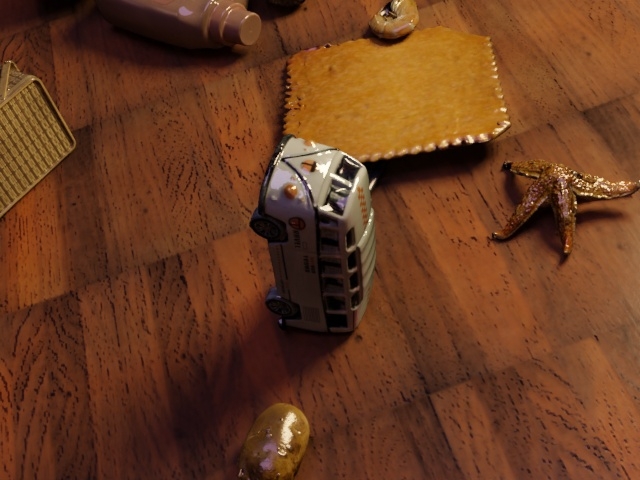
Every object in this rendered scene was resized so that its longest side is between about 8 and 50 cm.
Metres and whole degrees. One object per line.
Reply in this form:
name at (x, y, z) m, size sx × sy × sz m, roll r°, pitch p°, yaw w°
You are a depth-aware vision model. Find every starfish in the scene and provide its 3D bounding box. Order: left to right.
starfish at (0.208, -0.050, 0.850) m, size 0.133 × 0.041 × 0.130 m, roll -33°, pitch 48°, yaw -13°

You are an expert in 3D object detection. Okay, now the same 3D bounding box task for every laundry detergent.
laundry detergent at (-0.153, -0.316, 1.160) m, size 0.237 × 0.076 × 0.171 m, roll 22°, pitch 59°, yaw 30°

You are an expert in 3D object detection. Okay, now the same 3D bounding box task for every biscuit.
biscuit at (0.074, -0.159, 0.988) m, size 0.237 × 0.013 × 0.232 m, roll -8°, pitch 42°, yaw 9°

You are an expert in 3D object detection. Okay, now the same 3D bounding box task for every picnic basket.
picnic basket at (-0.363, -0.107, 1.015) m, size 0.080 × 0.115 × 0.164 m, roll 23°, pitch 59°, yaw 34°

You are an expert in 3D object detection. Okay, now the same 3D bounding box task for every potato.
potato at (-0.038, 0.167, 0.734) m, size 0.051 × 0.040 × 0.083 m, roll 9°, pitch 55°, yaw 17°

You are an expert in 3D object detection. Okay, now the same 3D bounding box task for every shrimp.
shrimp at (0.084, -0.267, 1.078) m, size 0.059 × 0.023 × 0.108 m, roll -16°, pitch 39°, yaw 11°

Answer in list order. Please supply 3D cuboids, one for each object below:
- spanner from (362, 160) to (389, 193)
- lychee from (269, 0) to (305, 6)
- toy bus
spanner at (0.060, -0.078, 0.936) m, size 0.046 × 0.012 × 0.208 m, roll 16°, pitch 57°, yaw 26°
lychee at (-0.047, -0.325, 1.142) m, size 0.083 × 0.067 × 0.068 m, roll 48°, pitch 112°, yaw 13°
toy bus at (0.000, 0.000, 0.770) m, size 0.089 × 0.193 × 0.087 m, roll 12°, pitch 54°, yaw 14°
